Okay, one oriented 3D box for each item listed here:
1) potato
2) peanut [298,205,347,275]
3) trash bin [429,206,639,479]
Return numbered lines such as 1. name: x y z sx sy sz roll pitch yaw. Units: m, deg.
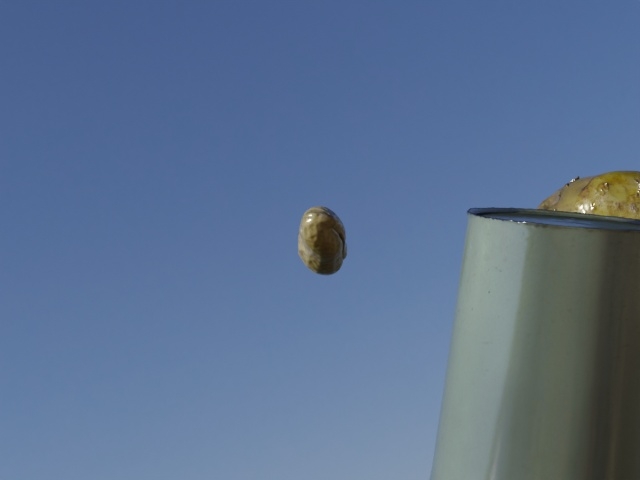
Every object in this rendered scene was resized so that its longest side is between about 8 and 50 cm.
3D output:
1. potato: 0.470 -0.024 1.979 0.300 0.173 0.140 2 -6 27
2. peanut: 0.000 0.000 1.952 0.080 0.080 0.174 -17 -25 -5
3. trash bin: 0.278 0.184 1.519 0.280 0.432 0.280 5 6 0
